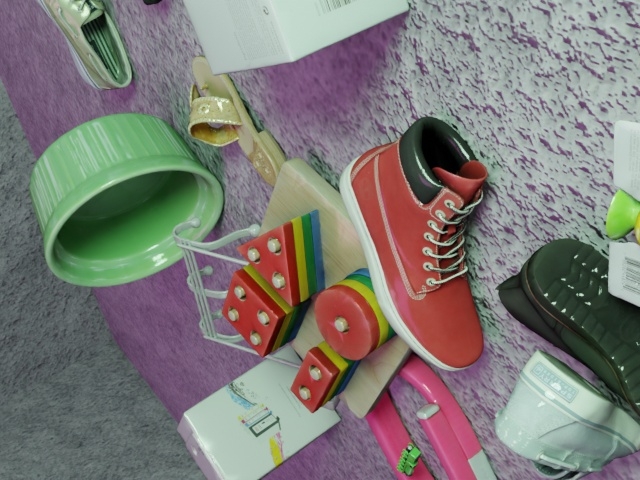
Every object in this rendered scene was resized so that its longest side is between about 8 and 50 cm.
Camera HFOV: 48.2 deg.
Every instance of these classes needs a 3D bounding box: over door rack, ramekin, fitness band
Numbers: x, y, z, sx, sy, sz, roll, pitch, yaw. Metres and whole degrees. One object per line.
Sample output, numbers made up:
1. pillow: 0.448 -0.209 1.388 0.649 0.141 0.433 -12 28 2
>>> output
1. over door rack: -0.085 0.105 1.168 0.324 0.108 0.239 23 138 33
2. ramekin: -0.330 -0.070 1.201 0.148 0.303 0.303 57 157 25
3. fitness band: 0.137 0.276 0.971 0.290 0.054 0.209 64 156 -6

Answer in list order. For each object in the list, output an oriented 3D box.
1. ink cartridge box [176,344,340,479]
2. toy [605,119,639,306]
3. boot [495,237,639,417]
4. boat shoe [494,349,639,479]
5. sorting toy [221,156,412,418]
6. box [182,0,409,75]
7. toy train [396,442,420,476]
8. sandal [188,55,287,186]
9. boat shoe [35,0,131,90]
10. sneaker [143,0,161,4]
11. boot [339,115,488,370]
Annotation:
1. ink cartridge box: -0.118 0.338 1.309 0.168 0.233 0.171 55 156 12
2. toy: 0.280 0.011 0.396 0.237 0.056 0.137 24 137 42
3. boot: 0.234 0.087 0.583 0.198 0.077 0.137 52 171 8
4. boat shoe: 0.193 0.149 0.568 0.079 0.081 0.227 43 -173 38
5. sorting toy: -0.010 0.077 0.892 0.257 0.089 0.255 44 137 21
6. box: -0.030 -0.219 0.647 0.170 0.130 0.091 14 130 57
7. toy train: 0.118 0.293 0.950 0.024 0.017 0.083 38 151 23
8. sandal: -0.142 -0.160 0.988 0.240 0.079 0.088 51 154 19
9. boat shoe: -0.413 -0.400 1.242 0.094 0.109 0.302 13 140 38
10. sneaker: -0.271 -0.386 1.003 0.170 0.063 0.074 41 144 26
11. boot: 0.118 0.012 0.680 0.244 0.088 0.176 64 154 -1
